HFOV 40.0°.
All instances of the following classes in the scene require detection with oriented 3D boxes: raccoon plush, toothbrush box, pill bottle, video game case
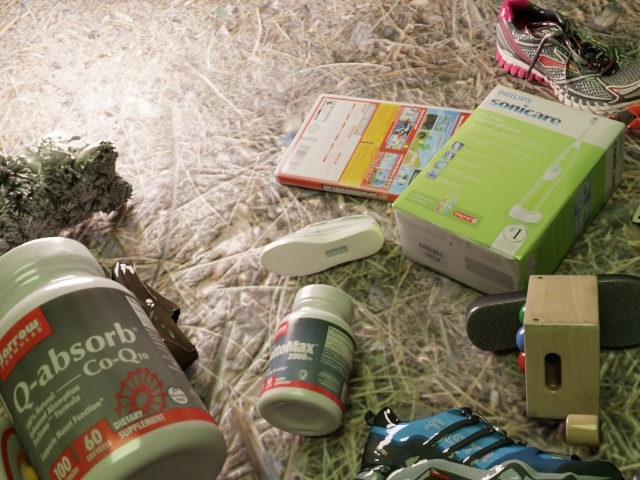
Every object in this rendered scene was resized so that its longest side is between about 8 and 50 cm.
[{"bbox_3d":[-0.456,0.024,1.393,0.299,0.216,0.446,-3,78,-4],"label":"raccoon plush"},{"bbox_3d":[0.270,-0.069,1.247,0.206,0.122,0.283,25,62,32],"label":"toothbrush box"},{"bbox_3d":[-0.011,0.152,1.148,0.108,0.108,0.180,0,50,16],"label":"pill bottle"},{"bbox_3d":[-0.292,0.178,1.108,0.210,0.210,0.363,-33,58,-13],"label":"pill bottle"},{"bbox_3d":[0.091,-0.152,1.435,0.285,0.025,0.204,11,54,24],"label":"video game case"}]

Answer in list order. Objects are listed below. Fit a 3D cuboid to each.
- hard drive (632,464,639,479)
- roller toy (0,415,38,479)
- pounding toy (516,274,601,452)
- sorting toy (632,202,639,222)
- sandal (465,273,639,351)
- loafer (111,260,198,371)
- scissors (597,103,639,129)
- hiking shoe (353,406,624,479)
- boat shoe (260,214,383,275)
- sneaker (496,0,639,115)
[{"bbox_3d":[0.396,0.320,0.844,0.255,0.054,0.172,22,81,56],"label":"hard drive"},{"bbox_3d":[-0.406,0.317,1.068,0.146,0.191,0.209,-25,5,-5],"label":"roller toy"},{"bbox_3d":[0.276,0.165,1.021,0.094,0.181,0.206,0,23,17],"label":"pounding toy"},{"bbox_3d":[0.479,-0.044,1.228,0.083,0.045,0.075,37,87,37],"label":"sorting toy"},{"bbox_3d":[0.314,0.086,1.128,0.255,0.097,0.054,-4,23,12],"label":"sandal"},{"bbox_3d":[-0.244,0.115,1.280,0.078,0.080,0.220,-15,54,-28],"label":"loafer"},{"bbox_3d":[0.462,-0.195,1.333,0.297,0.021,0.109,9,98,26],"label":"scissors"},{"bbox_3d":[0.188,0.246,1.006,0.304,0.113,0.132,-1,51,15],"label":"hiking shoe"},{"bbox_3d":[0.000,0.000,1.309,0.184,0.066,0.063,-18,34,4],"label":"boat shoe"},{"bbox_3d":[0.400,-0.295,1.411,0.299,0.112,0.121,32,65,34],"label":"sneaker"}]
